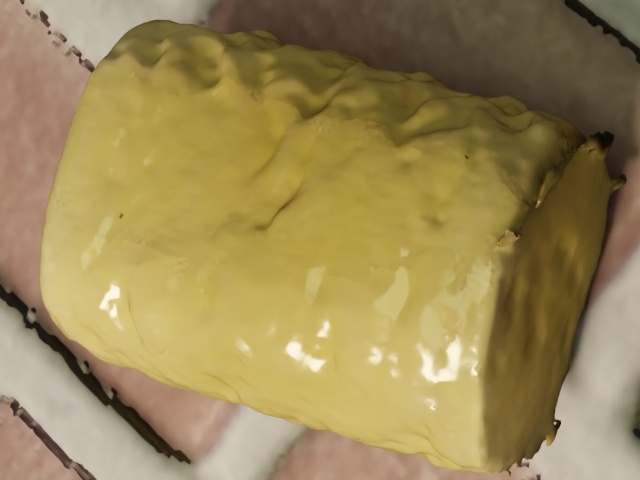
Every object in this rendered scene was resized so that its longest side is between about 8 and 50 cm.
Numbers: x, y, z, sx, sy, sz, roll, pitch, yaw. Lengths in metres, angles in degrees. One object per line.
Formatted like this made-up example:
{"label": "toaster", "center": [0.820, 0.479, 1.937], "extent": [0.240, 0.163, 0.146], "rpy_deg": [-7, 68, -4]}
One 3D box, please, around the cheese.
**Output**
{"label": "cheese", "center": [0.000, 0.000, 0.578], "extent": [0.167, 0.094, 0.123], "rpy_deg": [16, 98, 26]}
